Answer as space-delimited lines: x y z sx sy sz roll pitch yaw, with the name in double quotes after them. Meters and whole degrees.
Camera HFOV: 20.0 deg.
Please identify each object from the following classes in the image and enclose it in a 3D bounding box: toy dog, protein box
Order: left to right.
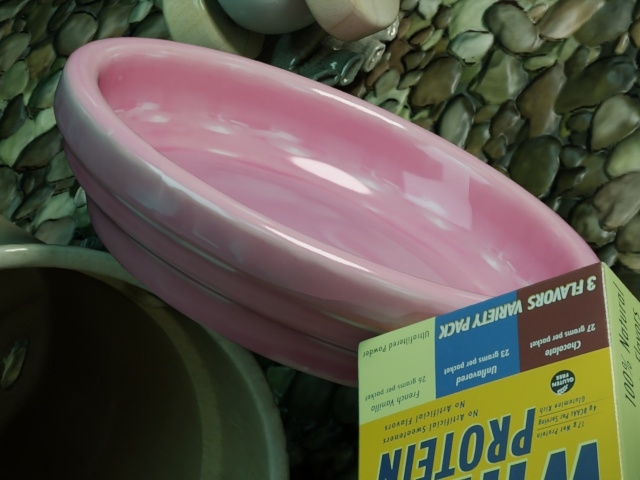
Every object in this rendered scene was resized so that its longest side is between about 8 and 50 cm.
-0.033 -0.267 1.314 0.220 0.161 0.333 -27 36 12 "toy dog"
0.126 0.158 0.868 0.136 0.201 0.199 -20 48 26 "protein box"

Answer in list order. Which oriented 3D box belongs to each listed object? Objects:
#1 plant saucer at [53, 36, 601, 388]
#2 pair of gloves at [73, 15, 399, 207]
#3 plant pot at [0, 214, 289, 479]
-0.001 -0.009 1.037 0.332 0.332 0.084 44 116 48 "plant saucer"
-0.067 -0.088 1.333 0.204 0.042 0.240 11 61 49 "pair of gloves"
-0.229 0.114 1.139 0.334 0.334 0.305 -48 30 -2 "plant pot"
